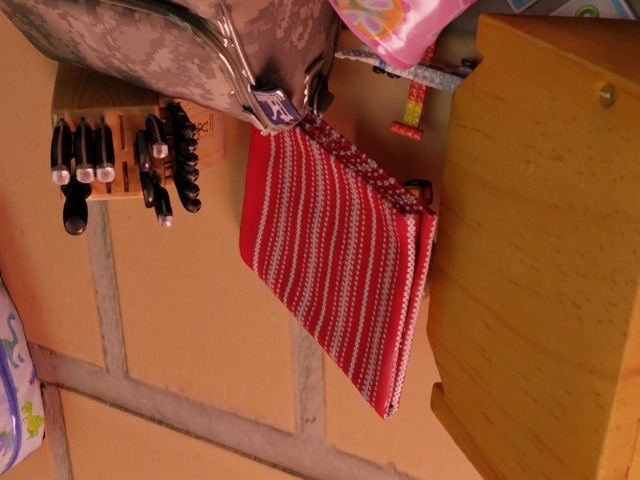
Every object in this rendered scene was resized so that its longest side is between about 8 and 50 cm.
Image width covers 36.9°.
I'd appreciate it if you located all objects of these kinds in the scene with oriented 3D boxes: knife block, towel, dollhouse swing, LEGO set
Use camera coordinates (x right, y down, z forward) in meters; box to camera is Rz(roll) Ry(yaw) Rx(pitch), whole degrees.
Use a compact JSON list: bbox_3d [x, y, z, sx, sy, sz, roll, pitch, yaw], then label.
[{"bbox_3d":[-0.212,-0.092,0.884,0.275,0.242,0.088,15,117,29],"label":"knife block"},{"bbox_3d":[0.000,0.000,0.839,0.275,0.031,0.199,45,136,48],"label":"towel"},{"bbox_3d":[0.288,0.031,0.689,0.315,0.305,0.347,-129,36,-57],"label":"dollhouse swing"},{"bbox_3d":[0.130,-0.117,0.753,0.244,0.060,0.182,-31,90,37],"label":"LEGO set"}]

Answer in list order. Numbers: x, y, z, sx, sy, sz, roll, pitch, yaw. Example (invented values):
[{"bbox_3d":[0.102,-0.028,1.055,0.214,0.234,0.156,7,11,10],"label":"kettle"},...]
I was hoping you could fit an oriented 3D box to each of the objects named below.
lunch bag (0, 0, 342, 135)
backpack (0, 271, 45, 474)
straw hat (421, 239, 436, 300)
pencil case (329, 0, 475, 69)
[{"bbox_3d":[-0.127,-0.239,0.794,0.305,0.212,0.256,20,137,28],"label":"lunch bag"},{"bbox_3d":[-0.497,0.155,1.215,0.290,0.273,0.356,-7,118,30],"label":"backpack"},{"bbox_3d":[0.073,0.022,0.848,0.061,0.144,0.145,-5,114,-9],"label":"straw hat"},{"bbox_3d":[0.118,-0.241,0.641,0.284,0.124,0.124,-37,87,31],"label":"pencil case"}]
